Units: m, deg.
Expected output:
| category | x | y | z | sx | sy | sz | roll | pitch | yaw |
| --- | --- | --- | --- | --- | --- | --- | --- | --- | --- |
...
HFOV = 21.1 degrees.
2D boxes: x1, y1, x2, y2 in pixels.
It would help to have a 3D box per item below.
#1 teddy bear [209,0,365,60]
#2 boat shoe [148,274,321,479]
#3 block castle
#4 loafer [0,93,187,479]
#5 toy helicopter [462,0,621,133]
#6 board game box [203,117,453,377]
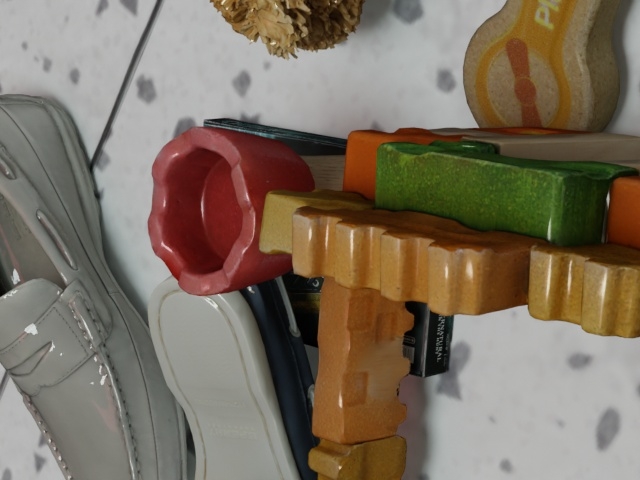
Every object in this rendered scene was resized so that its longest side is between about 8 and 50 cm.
| category | x | y | z | sx | sy | sz | roll | pitch | yaw |
| --- | --- | --- | --- | --- | --- | --- | --- | --- | --- |
| teddy bear | -0.031 | -0.267 | 0.895 | 0.245 | 0.113 | 0.338 | -110 | 23 | -46 |
| boat shoe | -0.036 | 0.114 | 1.018 | 0.095 | 0.079 | 0.255 | 0 | 119 | 34 |
| block castle | 0.089 | 0.109 | 0.758 | 0.453 | 0.212 | 0.303 | 12 | 102 | 48 |
| loafer | -0.181 | 0.054 | 1.125 | 0.112 | 0.111 | 0.319 | -35 | 73 | 38 |
| toy helicopter | 0.126 | -0.202 | 0.825 | 0.235 | 0.140 | 0.355 | 32 | 128 | 26 |
| board game box | 0.000 | 0.000 | 1.020 | 0.186 | 0.026 | 0.126 | 13 | 104 | 39 |
